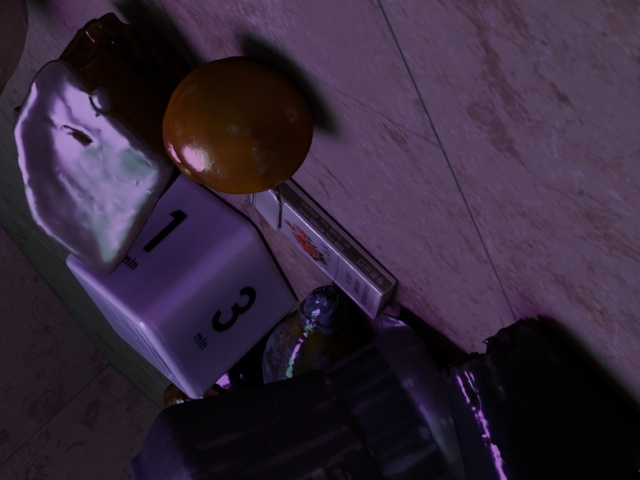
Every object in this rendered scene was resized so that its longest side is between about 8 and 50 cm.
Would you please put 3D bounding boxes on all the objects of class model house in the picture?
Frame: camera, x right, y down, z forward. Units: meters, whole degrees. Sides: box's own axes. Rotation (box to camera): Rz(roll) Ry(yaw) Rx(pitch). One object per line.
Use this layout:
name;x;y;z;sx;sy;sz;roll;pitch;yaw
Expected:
model house;-0.220;-0.124;1.681;0.199;0.219;0.229;41;-148;-10

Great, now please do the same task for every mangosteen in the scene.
mangosteen;-0.131;0.209;2.212;0.211;0.250;0.211;36;162;13

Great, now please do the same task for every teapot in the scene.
teapot;0.019;0.293;1.724;0.376;0.361;0.305;62;178;-14

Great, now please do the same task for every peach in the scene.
peach;-0.081;-0.106;1.438;0.138;0.138;0.138;43;166;14

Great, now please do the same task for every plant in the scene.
plant;0.210;0.199;1.384;0.256;0.164;0.142;61;163;4

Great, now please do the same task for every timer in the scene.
timer;-0.181;0.054;2.034;0.194;0.195;0.192;34;162;38

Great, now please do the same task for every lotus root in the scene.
lotus root;-0.002;0.167;1.943;0.158;0.140;0.322;40;162;25

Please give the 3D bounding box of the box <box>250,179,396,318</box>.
box;0.000;0.000;1.698;0.198;0.029;0.109;43;166;10

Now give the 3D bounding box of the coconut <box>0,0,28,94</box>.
coconut;-0.501;-0.274;1.858;0.323;0.323;0.323;43;166;14
